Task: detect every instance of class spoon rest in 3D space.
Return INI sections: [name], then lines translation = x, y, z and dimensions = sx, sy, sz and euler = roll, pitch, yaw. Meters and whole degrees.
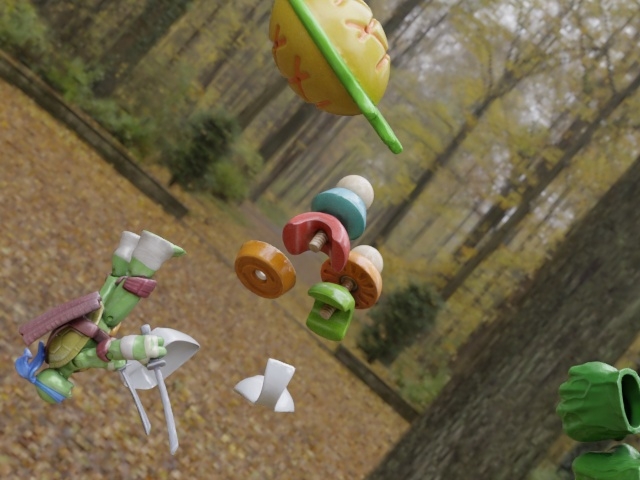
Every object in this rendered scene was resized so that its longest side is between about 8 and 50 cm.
[spoon rest]
translation = -0.110, 0.314, 1.929
dimensions = 0.137, 0.084, 0.276
euler = 21, -22, -1

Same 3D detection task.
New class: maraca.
[maraca]
translation = 0.019, -0.158, 0.852
dimensions = 0.185, 0.099, 0.127
euler = 58, 12, 12

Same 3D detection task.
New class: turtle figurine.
[turtle figurine]
translation = -0.262, 0.135, 1.342
dimensions = 0.275, 0.266, 0.198
euler = 23, -13, 7

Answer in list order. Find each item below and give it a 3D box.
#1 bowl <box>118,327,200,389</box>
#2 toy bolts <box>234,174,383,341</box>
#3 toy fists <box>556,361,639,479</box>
[bowl]
translation = -0.311, 0.216, 1.775
dimensions = 0.053, 0.142, 0.142
euler = 51, 4, 18
[toy bolts]
translation = 0.000, 0.000, 1.426
dimensions = 0.218, 0.158, 0.228
euler = 25, -41, 15
[toy fists]
translation = 0.479, 0.339, 1.564
dimensions = 0.142, 0.096, 0.279
euler = -15, -93, 49
